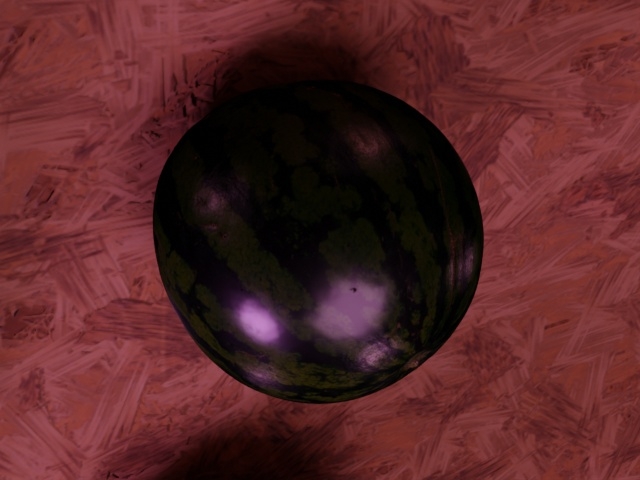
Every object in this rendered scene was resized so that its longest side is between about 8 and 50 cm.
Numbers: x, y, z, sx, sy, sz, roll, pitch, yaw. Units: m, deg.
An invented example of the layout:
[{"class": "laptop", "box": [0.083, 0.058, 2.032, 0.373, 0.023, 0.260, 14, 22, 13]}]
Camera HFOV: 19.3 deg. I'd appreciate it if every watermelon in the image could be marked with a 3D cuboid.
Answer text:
[{"class": "watermelon", "box": [0.000, 0.000, 1.639, 0.285, 0.285, 0.285, -20, 142, -16]}]
